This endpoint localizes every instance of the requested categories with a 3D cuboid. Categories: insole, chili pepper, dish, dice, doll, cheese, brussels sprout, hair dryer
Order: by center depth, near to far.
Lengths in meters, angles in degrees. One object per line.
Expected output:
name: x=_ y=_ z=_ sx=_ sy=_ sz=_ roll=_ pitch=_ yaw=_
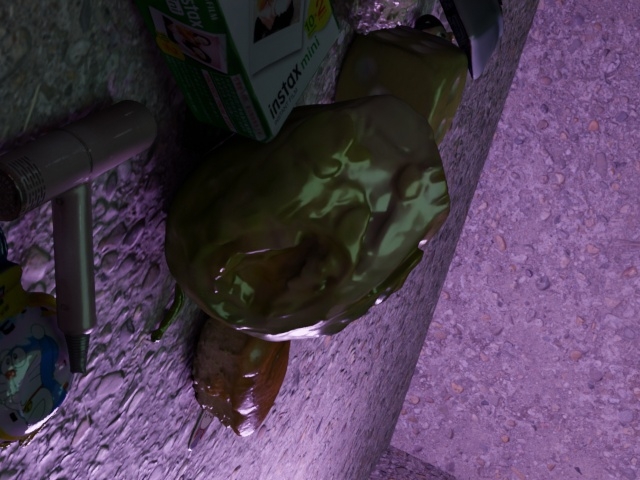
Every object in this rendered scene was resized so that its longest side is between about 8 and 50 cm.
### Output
cheese: x=-0.279 y=0.092 z=0.837 sx=0.156 sy=0.064 sz=0.250 roll=-54 pitch=149 yaw=-40
hair dryer: x=-0.205 y=0.003 z=0.854 sx=0.195 sy=0.054 sz=0.220 roll=-45 pitch=133 yaw=-55
brussels sprout: x=-0.012 y=-0.019 z=1.097 sx=0.268 sy=0.344 sz=0.344 roll=68 pitch=25 yaw=-4
chili pepper: x=-0.193 y=0.094 z=1.208 sx=0.083 sy=0.017 sz=0.030 roll=-63 pitch=163 yaw=-12
dice: x=0.130 y=-0.243 z=1.519 sx=0.169 sy=0.166 sz=0.169 roll=-39 pitch=148 yaw=-60
dish: x=0.236 y=-0.406 z=1.535 sx=0.182 sy=0.080 sz=0.243 roll=46 pitch=24 yaw=-74
insole: x=-0.167 y=0.254 z=1.549 sx=0.197 sy=0.004 sz=0.065 roll=-63 pitch=164 yaw=-11
doll: x=0.206 y=-0.355 z=1.781 sx=0.179 sy=0.102 sz=0.088 roll=73 pitch=0 yaw=-62

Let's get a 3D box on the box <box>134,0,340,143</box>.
box: x=-0.075 y=-0.233 z=0.910 sx=0.180 sy=0.103 sz=0.250 roll=-60 pitch=152 yaw=-22

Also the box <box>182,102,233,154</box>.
box: x=-0.081 y=-0.204 z=1.118 sx=0.235 sy=0.034 sz=0.132 roll=-45 pitch=154 yaw=-52

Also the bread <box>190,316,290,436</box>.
bread: x=-0.109 y=0.172 z=1.409 sx=0.174 sy=0.121 sz=0.245 roll=-51 pitch=156 yaw=-40

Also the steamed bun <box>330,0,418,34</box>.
steamed bun: x=0.098 y=-0.391 z=1.200 sx=0.200 sy=0.170 sz=0.225 roll=-57 pitch=161 yaw=-15
